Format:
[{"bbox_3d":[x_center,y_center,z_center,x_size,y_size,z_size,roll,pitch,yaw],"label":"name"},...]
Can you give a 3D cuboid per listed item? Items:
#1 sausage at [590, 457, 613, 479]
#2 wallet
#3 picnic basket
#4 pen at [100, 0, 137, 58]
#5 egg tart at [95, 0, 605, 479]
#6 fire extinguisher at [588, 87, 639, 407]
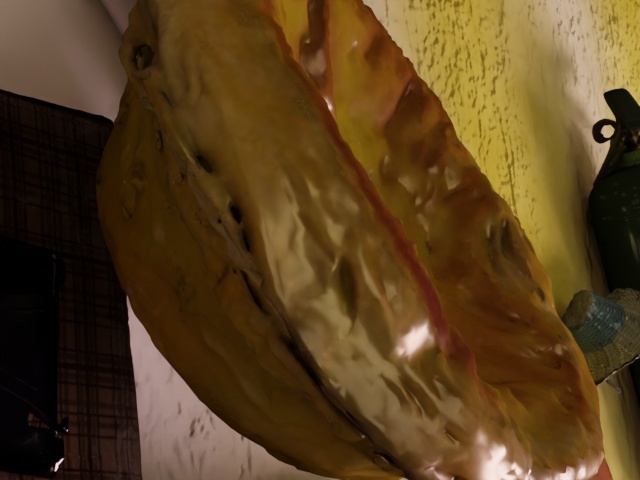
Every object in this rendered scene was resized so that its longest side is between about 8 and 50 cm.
[{"bbox_3d":[0.135,0.261,0.772,0.087,0.079,0.327,17,63,-40],"label":"sausage"},{"bbox_3d":[-0.114,0.053,0.518,0.124,0.042,0.230,15,67,-55],"label":"wallet"},{"bbox_3d":[0.202,0.070,0.959,0.083,0.065,0.083,33,39,-18],"label":"picnic basket"},{"bbox_3d":[-0.054,-0.058,0.656,0.269,0.033,0.033,60,37,-21],"label":"pen"},{"bbox_3d":[0.000,0.000,0.562,0.295,0.116,0.295,52,17,-23],"label":"egg tart"},{"bbox_3d":[0.259,0.038,1.026,0.114,0.095,0.311,-34,109,-84],"label":"fire extinguisher"}]
